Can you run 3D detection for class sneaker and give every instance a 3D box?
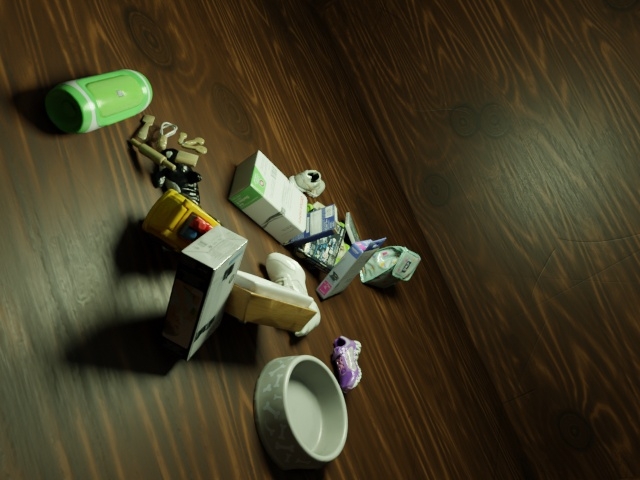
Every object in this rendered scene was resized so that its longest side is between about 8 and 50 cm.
[{"bbox_3d":[0.087,0.448,1.652,0.104,0.095,0.237,42,28,-22],"label":"sneaker"},{"bbox_3d":[-0.030,-0.268,2.065,0.262,0.121,0.099,-8,73,-62],"label":"sneaker"},{"bbox_3d":[-0.104,0.183,1.526,0.305,0.114,0.152,61,26,-2],"label":"sneaker"}]

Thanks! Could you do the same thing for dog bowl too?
[{"bbox_3d":[-0.044,0.509,1.347,0.348,0.102,0.349,40,35,-36],"label":"dog bowl"}]

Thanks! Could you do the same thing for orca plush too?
[{"bbox_3d":[-0.405,-0.164,1.337,0.151,0.102,0.288,25,45,-50],"label":"orca plush"}]

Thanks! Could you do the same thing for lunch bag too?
[{"bbox_3d":[0.346,0.121,2.205,0.223,0.262,0.160,22,46,-52],"label":"lunch bag"}]

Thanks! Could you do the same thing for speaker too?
[{"bbox_3d":[-0.583,-0.380,1.204,0.131,0.131,0.297,54,28,-15],"label":"speaker"}]

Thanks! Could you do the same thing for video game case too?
[{"bbox_3d":[0.163,-0.024,2.204,0.173,0.022,0.191,-80,149,-66],"label":"video game case"}]

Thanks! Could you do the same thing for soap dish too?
[{"bbox_3d":[-0.181,0.172,1.296,0.290,0.228,0.118,27,82,-50],"label":"soap dish"}]

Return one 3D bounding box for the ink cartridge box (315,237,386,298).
[{"bbox_3d":[0.124,0.096,1.798,0.065,0.311,0.185,47,23,16],"label":"ink cartridge box"}]

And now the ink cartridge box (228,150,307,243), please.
[{"bbox_3d":[-0.188,-0.158,1.687,0.289,0.121,0.211,43,32,-32],"label":"ink cartridge box"}]

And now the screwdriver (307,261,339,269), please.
[{"bbox_3d":[0.023,0.102,1.845,0.169,0.024,0.025,-3,51,-29],"label":"screwdriver"}]

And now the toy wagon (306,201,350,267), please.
[{"bbox_3d":[0.031,-0.007,1.993,0.267,0.068,0.345,27,44,-48],"label":"toy wagon"}]

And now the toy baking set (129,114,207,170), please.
[{"bbox_3d":[-0.466,-0.294,1.354,0.256,0.030,0.197,30,38,6],"label":"toy baking set"}]

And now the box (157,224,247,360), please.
[{"bbox_3d":[-0.284,0.126,1.080,0.087,0.290,0.169,27,28,6],"label":"box"}]

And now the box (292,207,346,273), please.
[{"bbox_3d":[0.000,0.000,1.829,0.175,0.051,0.221,32,56,-20],"label":"box"}]

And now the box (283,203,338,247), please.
[{"bbox_3d":[-0.041,-0.053,1.746,0.037,0.225,0.137,56,24,-42],"label":"box"}]

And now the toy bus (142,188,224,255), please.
[{"bbox_3d":[-0.324,-0.018,1.186,0.220,0.211,0.150,42,73,-37],"label":"toy bus"}]
